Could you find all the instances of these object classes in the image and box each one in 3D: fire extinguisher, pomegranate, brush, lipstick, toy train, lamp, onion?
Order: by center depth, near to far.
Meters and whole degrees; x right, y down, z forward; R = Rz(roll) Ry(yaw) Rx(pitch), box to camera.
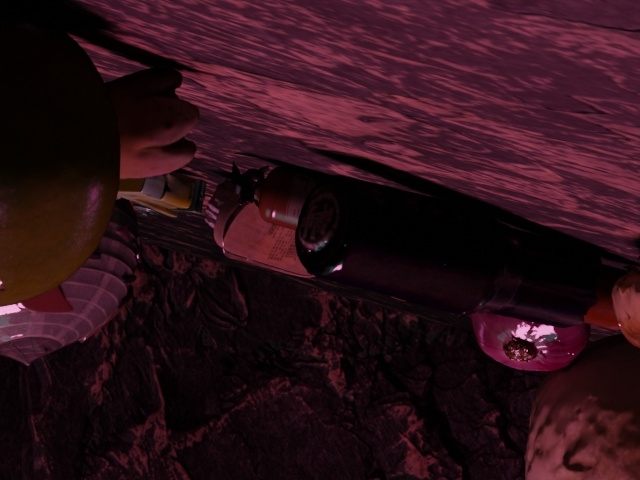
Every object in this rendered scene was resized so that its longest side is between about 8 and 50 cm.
[{"bbox_3d":[-0.168,-0.049,1.019,0.210,0.179,0.179,-3,178,-6],"label":"pomegranate"},{"bbox_3d":[0.116,0.018,1.352,0.299,0.081,0.081,15,178,-36],"label":"lipstick"},{"bbox_3d":[0.008,-0.025,1.442,0.177,0.050,0.062,17,-146,9],"label":"fire extinguisher"},{"bbox_3d":[0.197,0.070,1.725,0.115,0.115,0.104,15,-140,18],"label":"onion"},{"bbox_3d":[-0.164,-0.054,1.763,0.081,0.050,0.122,1,169,35],"label":"toy train"},{"bbox_3d":[0.000,0.000,1.772,0.065,0.070,0.327,36,-169,38],"label":"brush"},{"bbox_3d":[-0.300,0.008,1.830,0.233,0.233,0.265,14,179,30],"label":"lamp"}]

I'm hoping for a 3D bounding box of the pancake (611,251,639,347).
[{"bbox_3d":[0.372,0.080,1.241,0.382,0.071,0.382,16,176,1],"label":"pancake"}]

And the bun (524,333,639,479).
[{"bbox_3d":[0.361,0.196,1.791,0.352,0.227,0.349,15,177,-18],"label":"bun"}]

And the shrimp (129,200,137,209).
[{"bbox_3d":[-0.272,-0.070,2.004,0.217,0.051,0.150,17,-176,-4],"label":"shrimp"}]
